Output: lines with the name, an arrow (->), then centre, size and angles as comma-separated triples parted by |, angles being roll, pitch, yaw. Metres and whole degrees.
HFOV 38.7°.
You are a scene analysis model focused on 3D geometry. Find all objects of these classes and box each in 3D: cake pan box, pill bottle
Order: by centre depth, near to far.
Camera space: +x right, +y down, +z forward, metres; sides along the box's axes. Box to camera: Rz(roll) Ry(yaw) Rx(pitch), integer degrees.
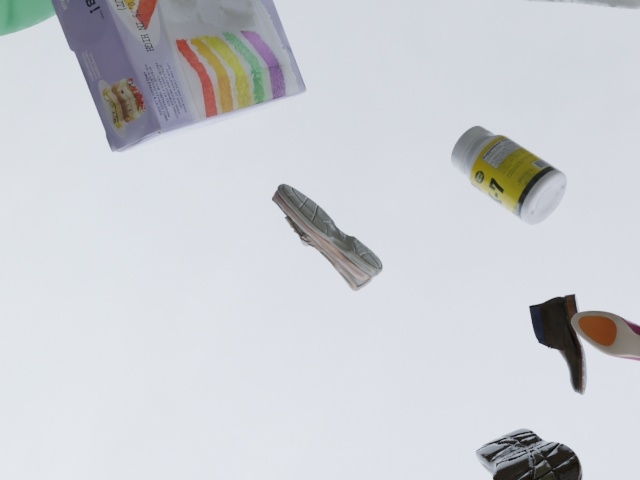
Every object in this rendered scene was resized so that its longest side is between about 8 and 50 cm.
cake pan box -> -0.143, -0.236, 0.866 | 0.070, 0.267, 0.245 | -17, -175, 33
pill bottle -> 0.359, -0.131, 1.761 | 0.119, 0.119, 0.208 | -35, -127, -21

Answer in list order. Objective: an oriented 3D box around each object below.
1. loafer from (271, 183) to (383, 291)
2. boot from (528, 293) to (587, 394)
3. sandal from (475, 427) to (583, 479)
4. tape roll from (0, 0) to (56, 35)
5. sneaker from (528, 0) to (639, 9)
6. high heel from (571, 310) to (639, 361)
loafer -> 0.000, 0.000, 0.851 | 0.039, 0.125, 0.045 | -49, -175, 23
boot -> 0.520, 0.230, 1.991 | 0.106, 0.082, 0.219 | -9, -107, 20
sandal -> 0.214, 0.247, 0.938 | 0.090, 0.060, 0.219 | -21, 180, -6
tape roll -> -0.377, -0.317, 0.876 | 0.321, 0.077, 0.321 | 8, -132, -9
sneaker -> 0.389, -0.446, 1.393 | 0.282, 0.161, 0.102 | 15, -151, 36
high heel -> 0.619, 0.195, 1.790 | 0.244, 0.082, 0.117 | 14, -179, 29
